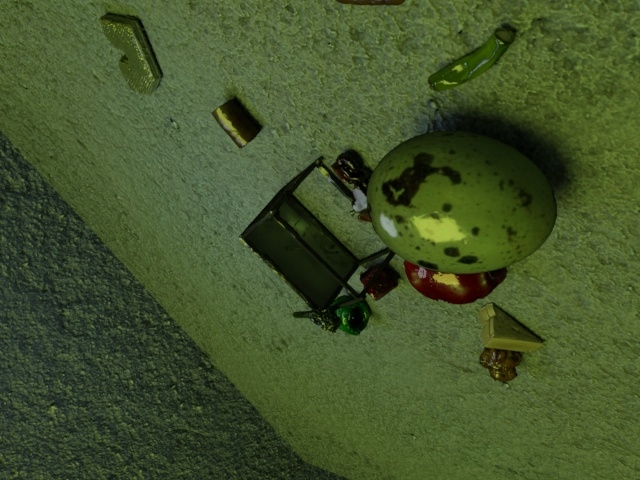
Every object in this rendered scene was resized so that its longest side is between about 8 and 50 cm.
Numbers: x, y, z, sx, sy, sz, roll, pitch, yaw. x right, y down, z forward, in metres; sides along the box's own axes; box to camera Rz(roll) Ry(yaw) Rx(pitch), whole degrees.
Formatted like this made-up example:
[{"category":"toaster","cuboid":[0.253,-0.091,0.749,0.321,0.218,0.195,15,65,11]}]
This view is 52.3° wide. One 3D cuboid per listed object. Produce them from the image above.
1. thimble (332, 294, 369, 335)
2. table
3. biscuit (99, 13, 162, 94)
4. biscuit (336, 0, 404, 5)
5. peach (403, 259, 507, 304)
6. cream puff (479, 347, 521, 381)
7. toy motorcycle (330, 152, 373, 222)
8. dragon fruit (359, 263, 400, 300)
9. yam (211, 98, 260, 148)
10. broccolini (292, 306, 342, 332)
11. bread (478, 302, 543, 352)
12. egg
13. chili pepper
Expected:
[{"category":"thimble","cuboid":[0.096,0.244,2.132,0.090,0.118,0.130,14,124,45]},{"category":"table","cuboid":[0.000,0.000,1.791,0.335,0.222,0.272,44,152,-9]},{"category":"biscuit","cuboid":[-0.531,-0.521,1.853,0.147,0.046,0.250,22,147,28]},{"category":"biscuit","cuboid":[0.050,-0.563,1.124,0.359,0.046,0.359,29,149,20]},{"category":"peach","cuboid":[0.299,0.056,1.606,0.267,0.159,0.153,15,137,40]},{"category":"cream puff","cuboid":[0.500,0.339,1.819,0.116,0.094,0.122,16,148,40]},{"category":"toy motorcycle","cuboid":[0.101,-0.122,1.646,0.212,0.084,0.118,51,151,-6]},{"category":"dragon fruit","cuboid":[0.173,0.114,1.897,0.102,0.096,0.147,46,-175,-1]},{"category":"yam","cuboid":[-0.227,-0.316,1.761,0.127,0.084,0.084,52,149,-14]},{"category":"broccolini","cuboid":[-0.017,0.205,1.831,0.091,0.068,0.203,22,175,-35]},{"category":"bread","cuboid":[0.506,0.235,1.738,0.152,0.105,0.077,9,152,-10]},{"category":"egg","cuboid":[0.274,-0.074,1.304,0.380,0.287,0.287,15,144,23]},{"category":"chili pepper","cuboid":[0.278,-0.324,1.191,0.051,0.050,0.202,59,150,-3]}]
